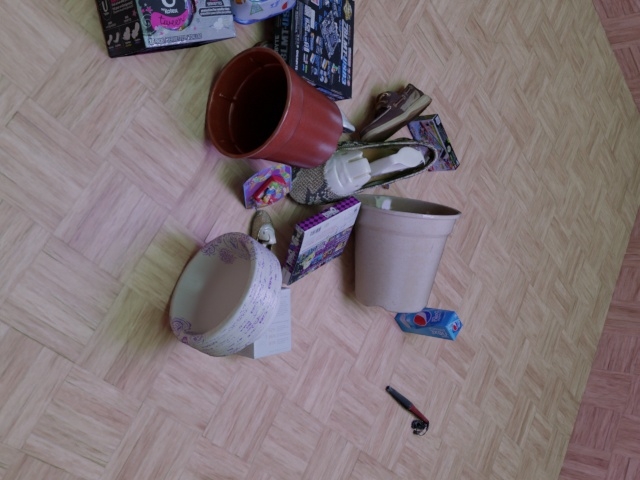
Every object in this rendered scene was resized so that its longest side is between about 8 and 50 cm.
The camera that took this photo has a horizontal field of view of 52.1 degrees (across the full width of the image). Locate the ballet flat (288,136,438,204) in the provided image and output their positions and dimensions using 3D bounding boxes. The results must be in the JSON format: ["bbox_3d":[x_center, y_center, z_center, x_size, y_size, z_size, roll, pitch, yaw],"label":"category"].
[{"bbox_3d":[0.140,-0.214,1.860,0.483,0.182,0.164,-16,98,-31],"label":"ballet flat"}]

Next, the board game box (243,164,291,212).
[{"bbox_3d":[-0.128,-0.125,1.681,0.133,0.033,0.168,-23,154,-15],"label":"board game box"}]

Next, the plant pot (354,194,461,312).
[{"bbox_3d":[0.228,0.041,1.954,0.334,0.334,0.305,-4,105,-44],"label":"plant pot"}]

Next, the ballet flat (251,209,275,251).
[{"bbox_3d":[-0.148,0.021,1.726,0.073,0.067,0.206,12,84,-45],"label":"ballet flat"}]

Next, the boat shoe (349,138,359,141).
[{"bbox_3d":[0.123,-0.238,1.997,0.049,0.056,0.152,-41,121,-51],"label":"boat shoe"}]

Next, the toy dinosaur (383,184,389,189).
[{"bbox_3d":[0.192,-0.191,2.086,0.090,0.047,0.082,-24,122,-7],"label":"toy dinosaur"}]

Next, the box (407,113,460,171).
[{"bbox_3d":[0.377,-0.324,2.195,0.036,0.114,0.207,-50,123,-30],"label":"box"}]

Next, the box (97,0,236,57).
[{"bbox_3d":[-0.337,-0.498,1.449,0.247,0.163,0.142,-25,110,-42],"label":"box"}]

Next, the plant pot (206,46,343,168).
[{"bbox_3d":[-0.097,-0.307,1.645,0.265,0.272,0.272,13,83,-52],"label":"plant pot"}]

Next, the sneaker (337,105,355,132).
[{"bbox_3d":[0.051,-0.361,1.915,0.152,0.054,0.061,25,72,-42],"label":"sneaker"}]

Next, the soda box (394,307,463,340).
[{"bbox_3d":[0.349,0.264,2.125,0.067,0.210,0.071,-53,125,-29],"label":"soda box"}]

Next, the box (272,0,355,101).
[{"bbox_3d":[-0.012,-0.559,1.793,0.293,0.073,0.295,5,87,-56],"label":"box"}]

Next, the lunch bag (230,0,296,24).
[{"bbox_3d":[-0.192,-0.675,1.563,0.243,0.115,0.303,-35,89,-33],"label":"lunch bag"}]

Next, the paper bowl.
[{"bbox_3d":[-0.205,0.135,1.523,0.148,0.284,0.284,39,65,-38],"label":"paper bowl"}]

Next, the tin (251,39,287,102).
[{"bbox_3d":[-0.116,-0.449,1.761,0.189,0.040,0.106,50,63,-34],"label":"tin"}]

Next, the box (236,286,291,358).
[{"bbox_3d":[-0.153,0.209,1.713,0.130,0.091,0.170,-4,95,-44],"label":"box"}]

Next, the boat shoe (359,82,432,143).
[{"bbox_3d":[0.215,-0.404,2.048,0.123,0.123,0.342,50,54,3],"label":"boat shoe"}]

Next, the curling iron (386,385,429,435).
[{"bbox_3d":[0.297,0.572,2.211,0.068,0.035,0.274,-55,127,-28],"label":"curling iron"}]

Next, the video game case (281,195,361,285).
[{"bbox_3d":[0.000,0.000,1.810,0.232,0.042,0.210,-29,149,-40],"label":"video game case"}]
